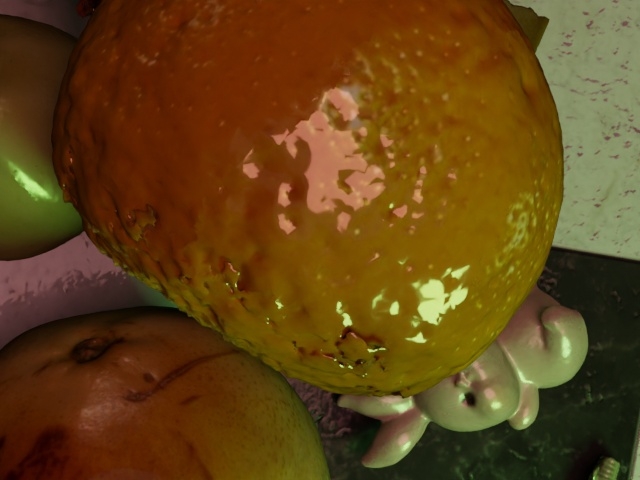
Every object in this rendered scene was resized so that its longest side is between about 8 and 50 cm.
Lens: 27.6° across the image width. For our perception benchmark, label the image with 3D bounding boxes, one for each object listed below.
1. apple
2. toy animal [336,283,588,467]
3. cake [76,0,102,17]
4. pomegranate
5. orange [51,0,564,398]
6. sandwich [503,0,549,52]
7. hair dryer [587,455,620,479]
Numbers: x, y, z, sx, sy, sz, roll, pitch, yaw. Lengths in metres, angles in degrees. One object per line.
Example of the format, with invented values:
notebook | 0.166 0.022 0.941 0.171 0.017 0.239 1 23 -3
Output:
apple | -0.238 -0.078 0.966 0.200 0.200 0.200 -1 94 -14
toy animal | 0.122 0.120 1.112 0.212 0.124 0.124 -31 100 -14
cake | -0.159 -0.302 0.877 0.160 0.158 0.262 28 88 -13
pomegranate | -0.141 0.207 0.976 0.319 0.319 0.319 -1 94 -14
orange | 0.002 -0.066 0.864 0.340 0.340 0.293 34 85 -14
sandwich | 0.056 -0.173 1.081 0.220 0.108 0.186 26 87 -11
hair dryer | 0.258 0.398 1.185 0.298 0.119 0.296 -46 109 -20
